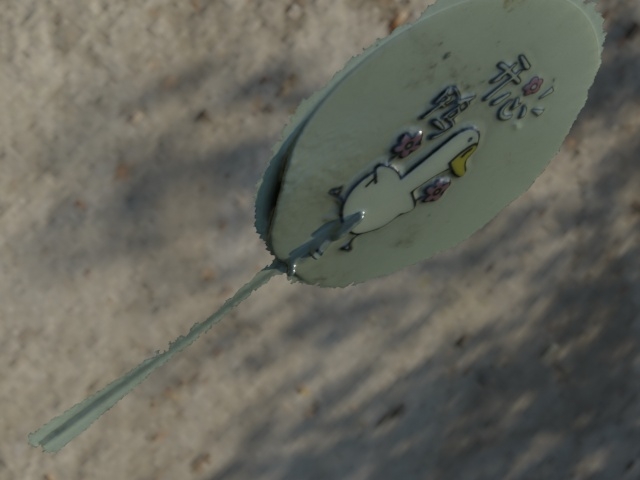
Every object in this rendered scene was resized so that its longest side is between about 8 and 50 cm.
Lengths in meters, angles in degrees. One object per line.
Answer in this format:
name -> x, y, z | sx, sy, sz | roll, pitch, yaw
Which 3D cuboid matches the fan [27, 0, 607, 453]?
fan -> 0.000, 0.001, 0.936 | 0.415, 0.012, 0.233 | -39, 147, 6
